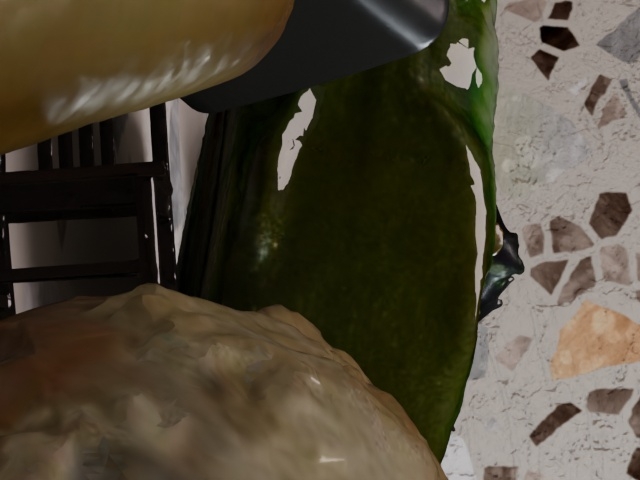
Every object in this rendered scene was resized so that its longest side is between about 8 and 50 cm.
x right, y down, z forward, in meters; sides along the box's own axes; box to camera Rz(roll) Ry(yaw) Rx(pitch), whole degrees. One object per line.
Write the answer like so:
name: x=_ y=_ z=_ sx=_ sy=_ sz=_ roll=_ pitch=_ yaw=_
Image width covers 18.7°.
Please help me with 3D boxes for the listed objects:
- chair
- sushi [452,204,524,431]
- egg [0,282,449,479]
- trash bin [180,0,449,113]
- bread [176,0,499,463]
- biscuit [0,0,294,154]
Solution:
chair: x=-0.096 y=-0.040 z=0.723 sx=0.101 sy=0.084 sz=0.213 roll=72 pitch=14 yaw=-87
sushi: x=0.017 y=0.029 z=1.365 sx=0.238 sy=0.225 sz=0.219 roll=40 pitch=40 yaw=-17
egg: x=-0.051 y=0.126 z=0.471 sx=0.195 sy=0.195 sz=0.233 roll=26 pitch=82 yaw=-85
trash bin: x=-0.064 y=-0.164 z=0.625 sx=0.225 sy=0.115 sz=0.165 roll=30 pitch=53 yaw=-52
bread: x=0.000 y=0.000 z=0.991 sx=0.382 sy=0.129 sz=0.366 roll=-132 pitch=-128 yaw=-80
biscuit: x=-0.090 y=-0.128 z=0.406 sx=0.290 sy=0.062 sz=0.237 roll=-22 pitch=112 yaw=-59
